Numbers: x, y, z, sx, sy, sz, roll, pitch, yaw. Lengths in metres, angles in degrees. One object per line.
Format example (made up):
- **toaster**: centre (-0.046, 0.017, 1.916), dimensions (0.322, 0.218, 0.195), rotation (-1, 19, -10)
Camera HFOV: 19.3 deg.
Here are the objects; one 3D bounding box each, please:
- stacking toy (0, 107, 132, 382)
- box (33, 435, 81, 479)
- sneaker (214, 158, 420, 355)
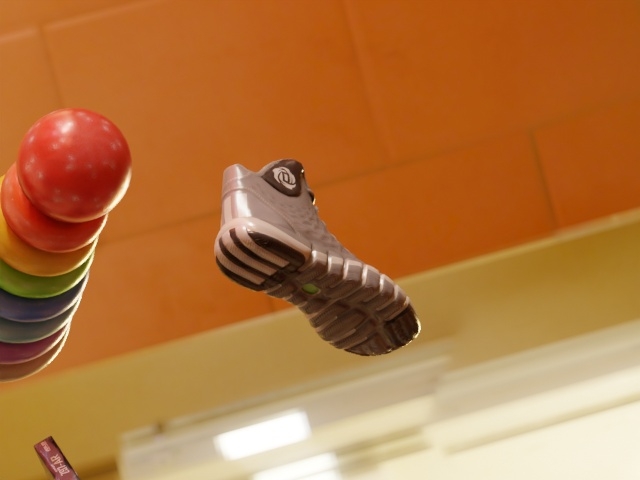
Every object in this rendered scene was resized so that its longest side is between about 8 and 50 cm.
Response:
- **stacking toy**: centre (-0.236, -0.001, 1.554), dimensions (0.330, 0.141, 0.141), rotation (-48, 54, 56)
- **box**: centre (-0.207, 0.211, 1.566), dimensions (0.067, 0.018, 0.083), rotation (49, 162, 38)
- **sneaker**: centre (0.000, 0.000, 1.576), dimensions (0.229, 0.086, 0.132), rotation (35, -144, -41)
